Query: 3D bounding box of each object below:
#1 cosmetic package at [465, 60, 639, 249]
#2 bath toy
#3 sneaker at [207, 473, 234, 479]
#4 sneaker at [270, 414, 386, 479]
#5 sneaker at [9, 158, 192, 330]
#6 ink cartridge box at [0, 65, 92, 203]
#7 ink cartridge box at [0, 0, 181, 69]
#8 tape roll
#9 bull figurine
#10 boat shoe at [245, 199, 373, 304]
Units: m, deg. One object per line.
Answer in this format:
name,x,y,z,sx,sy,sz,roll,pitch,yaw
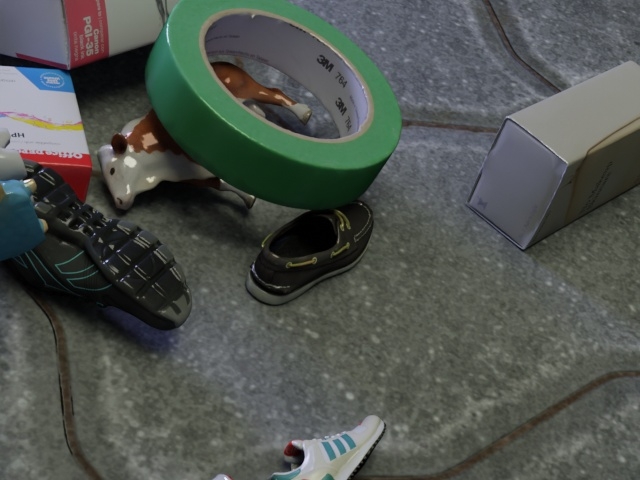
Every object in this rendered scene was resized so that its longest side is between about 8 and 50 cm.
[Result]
cosmetic package,0.354,-0.122,1.996,0.113,0.160,0.309,41,44,22
bath toy,-0.398,-0.119,1.518,0.129,0.151,0.348,-21,45,-14
sneaker,-0.114,0.317,1.352,0.128,0.087,0.221,-8,34,-20
sneaker,0.007,0.221,1.520,0.075,0.057,0.161,35,43,8
sneaker,-0.260,0.019,1.606,0.267,0.106,0.101,37,34,6
ink cartridge box,-0.350,-0.107,1.724,0.134,0.078,0.231,1,43,-23
ink cartridge box,-0.288,-0.325,1.918,0.207,0.117,0.283,16,29,40
tape roll,-0.055,-0.180,1.801,0.321,0.077,0.321,20,38,-17
bull figurine,-0.144,-0.126,1.825,0.188,0.101,0.310,29,41,4
boat shoe,0.000,0.000,1.764,0.081,0.068,0.228,35,41,17
